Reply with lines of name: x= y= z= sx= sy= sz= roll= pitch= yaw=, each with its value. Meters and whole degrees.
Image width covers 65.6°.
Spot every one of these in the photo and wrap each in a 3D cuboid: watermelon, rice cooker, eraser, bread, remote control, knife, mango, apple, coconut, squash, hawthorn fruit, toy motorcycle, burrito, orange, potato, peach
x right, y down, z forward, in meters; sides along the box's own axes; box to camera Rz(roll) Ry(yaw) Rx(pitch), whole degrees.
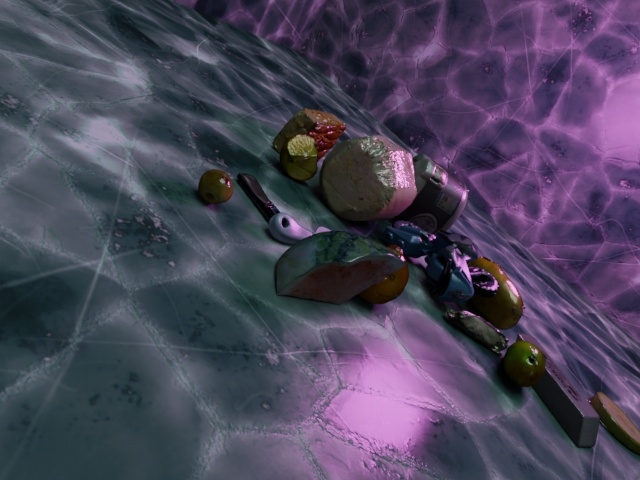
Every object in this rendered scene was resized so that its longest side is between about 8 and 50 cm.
watermelon: x=0.023 y=0.056 z=1.140 sx=0.260 sy=0.255 sz=0.176 roll=20 pitch=72 yaw=-51
rice cooker: x=0.398 y=-0.174 z=1.933 sx=0.277 sy=0.288 sz=0.288 roll=34 pitch=24 yaw=-13
eraser: x=0.706 y=0.442 z=1.498 sx=0.111 sy=0.077 sz=0.353 roll=19 pitch=30 yaw=-38
bread: x=-0.032 y=-0.379 z=1.808 sx=0.114 sy=0.185 sz=0.274 roll=49 pitch=25 yaw=9
remote control: x=-0.154 y=-0.108 z=1.326 sx=0.059 sy=0.028 sz=0.212 roll=-1 pitch=45 yaw=-51
knife: x=0.000 y=-0.002 z=1.319 sx=0.331 sy=0.044 sz=0.080 roll=21 pitch=59 yaw=-39
mango: x=0.585 y=0.354 z=1.440 sx=0.111 sy=0.125 sz=0.233 roll=39 pitch=0 yaw=11
apple: x=-0.246 y=-0.124 z=1.161 sx=0.084 sy=0.084 sz=0.071 roll=34 pitch=41 yaw=-9
coconut: x=0.175 y=-0.211 z=1.673 sx=0.297 sy=0.297 sz=0.309 roll=46 pitch=27 yaw=17
squash: x=1.005 y=0.608 z=1.668 sx=0.219 sy=0.041 sz=0.219 roll=31 pitch=25 yaw=-16
hawthorn fruit: x=0.237 y=0.036 z=1.534 sx=0.066 sy=0.103 sz=0.067 roll=39 pitch=24 yaw=-21
toy motorcycle: x=0.377 y=0.063 z=1.615 sx=0.416 sy=0.172 sz=0.232 roll=39 pitch=36 yaw=26
burrito: x=0.476 y=0.270 z=1.504 sx=0.229 sy=0.063 sz=0.058 roll=35 pitch=51 yaw=-11
orange: x=0.147 y=0.086 z=1.268 sx=0.156 sy=0.157 sz=0.134 roll=26 pitch=-14 yaw=-25
potato: x=0.585 y=0.175 z=1.705 sx=0.140 sy=0.173 sz=0.300 roll=-14 pitch=38 yaw=-11
peach: x=-0.072 y=-0.277 z=1.629 sx=0.151 sy=0.151 sz=0.118 roll=23 pitch=6 yaw=-31
